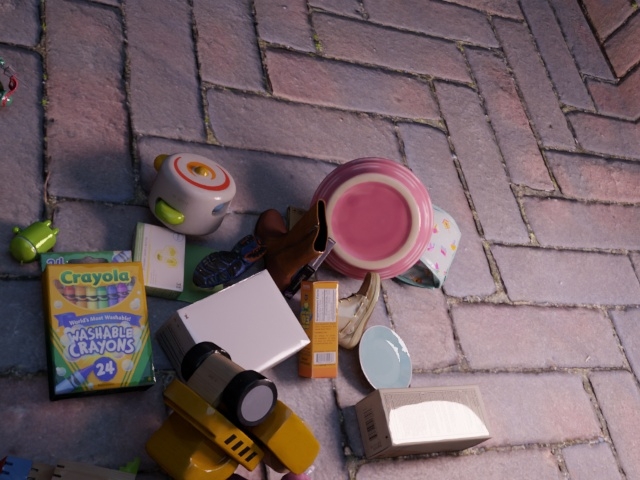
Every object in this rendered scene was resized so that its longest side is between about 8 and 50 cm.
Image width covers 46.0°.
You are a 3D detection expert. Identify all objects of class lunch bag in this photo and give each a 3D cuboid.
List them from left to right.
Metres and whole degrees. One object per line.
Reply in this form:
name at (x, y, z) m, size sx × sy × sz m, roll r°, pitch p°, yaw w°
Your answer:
lunch bag at (0.263, -0.001, 2.145) m, size 0.262 × 0.160 × 0.223 m, roll 32°, pitch 48°, yaw -2°

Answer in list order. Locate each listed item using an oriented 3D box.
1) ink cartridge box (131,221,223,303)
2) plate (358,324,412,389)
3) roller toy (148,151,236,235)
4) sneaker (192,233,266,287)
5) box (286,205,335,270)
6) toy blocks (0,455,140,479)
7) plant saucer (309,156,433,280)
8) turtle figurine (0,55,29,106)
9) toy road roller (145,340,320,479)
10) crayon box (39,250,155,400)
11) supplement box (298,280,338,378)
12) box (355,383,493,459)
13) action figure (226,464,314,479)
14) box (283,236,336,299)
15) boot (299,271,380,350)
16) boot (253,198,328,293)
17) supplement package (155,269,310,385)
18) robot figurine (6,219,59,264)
ink cartridge box at (-0.336, 0.061, 1.805) m, size 0.235 × 0.056 × 0.171 m, roll 12°, pitch 55°, yaw -23°
plate at (0.163, 0.311, 1.945) m, size 0.188 × 0.024 × 0.188 m, roll 21°, pitch 55°, yaw -35°
roller toy at (-0.312, -0.121, 1.848) m, size 0.191 × 0.146 × 0.209 m, roll 11°, pitch 34°, yaw -29°
sneaker at (-0.223, 0.066, 1.843) m, size 0.221 × 0.087 × 0.083 m, roll -27°, pitch 69°, yaw -42°
box at (0.000, 0.000, 2.072) m, size 0.201 × 0.021 × 0.164 m, roll 16°, pitch 54°, yaw -23°
toy blocks at (-0.495, 0.539, 1.329) m, size 0.261 × 0.190 × 0.381 m, roll 15°, pitch 52°, yaw -8°
plant saucer at (0.134, -0.052, 1.979) m, size 0.332 × 0.332 × 0.084 m, roll 40°, pitch 7°, yaw -3°
turtle figurine at (-0.809, -0.362, 1.761) m, size 0.234 × 0.118 × 0.175 m, roll 26°, pitch 91°, yaw -13°
toy road roller at (-0.182, 0.376, 1.460) m, size 0.240 × 0.203 × 0.329 m, roll -50°, pitch 133°, yaw -17°
crayon box at (-0.474, 0.162, 1.593) m, size 0.203 × 0.083 × 0.322 m, roll -1°, pitch 70°, yaw -28°
supplement box at (-0.005, 0.213, 1.825) m, size 0.080 × 0.078 × 0.233 m, roll 4°, pitch 86°, yaw -27°
box at (0.257, 0.446, 1.865) m, size 0.311 × 0.121 × 0.147 m, roll 5°, pitch 58°, yaw -29°
action figure at (-0.111, 0.529, 1.478) m, size 0.371 × 0.275 × 0.248 m, roll 8°, pitch 65°, yaw 2°
box at (-0.029, 0.071, 1.912) m, size 0.029 × 0.162 × 0.116 m, roll 39°, pitch 48°, yaw -3°
boot at (0.050, 0.154, 1.924) m, size 0.165 × 0.077 × 0.213 m, roll 25°, pitch 82°, yaw -11°
boot at (-0.076, -0.024, 1.867) m, size 0.096 × 0.280 × 0.264 m, roll 19°, pitch 52°, yaw -20°
supplement package at (-0.197, 0.221, 1.713) m, size 0.262 × 0.145 × 0.204 m, roll -25°, pitch 79°, yaw -39°
robot figurine at (-0.629, 0.004, 1.652) m, size 0.101 × 0.067 × 0.115 m, roll 46°, pitch 48°, yaw -8°
